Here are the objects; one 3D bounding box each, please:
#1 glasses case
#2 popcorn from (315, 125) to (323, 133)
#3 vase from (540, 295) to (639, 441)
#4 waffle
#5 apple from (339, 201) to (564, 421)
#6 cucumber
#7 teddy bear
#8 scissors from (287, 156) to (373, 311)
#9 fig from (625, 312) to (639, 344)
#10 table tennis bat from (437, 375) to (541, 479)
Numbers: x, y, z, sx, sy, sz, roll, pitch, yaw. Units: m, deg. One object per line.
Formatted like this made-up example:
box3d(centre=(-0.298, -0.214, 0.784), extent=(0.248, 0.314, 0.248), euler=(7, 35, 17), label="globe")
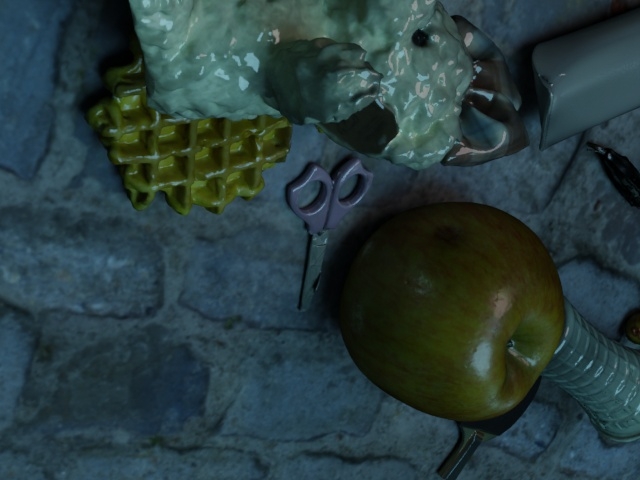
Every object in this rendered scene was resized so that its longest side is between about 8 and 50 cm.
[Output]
box3d(centre=(0.365, -0.212, 1.767), extent=(0.308, 0.083, 0.128), euler=(-22, 140, -24), label="glasses case")
box3d(centre=(0.030, -0.147, 1.573), extent=(0.084, 0.084, 0.084), euler=(-22, 134, -24), label="popcorn")
box3d(centre=(0.363, 0.169, 2.035), extent=(0.143, 0.143, 0.299), euler=(-51, 136, 7), label="vase")
box3d(centre=(-0.130, -0.116, 1.463), extent=(0.219, 0.057, 0.229), euler=(-15, 132, -29), label="waffle")
box3d(centre=(0.161, 0.087, 1.722), extent=(0.264, 0.264, 0.264), euler=(-22, 134, -24), label="apple")
box3d(centre=(0.396, -0.089, 1.926), extent=(0.163, 0.043, 0.039), euler=(42, 55, -50), label="cucumber")
box3d(centre=(0.014, -0.228, 1.281), extent=(0.362, 0.327, 0.375), euler=(-5, 134, -3), label="teddy bear")
box3d(centre=(0.000, 0.000, 1.688), extent=(0.110, 0.021, 0.212), euler=(-10, 128, -30), label="scissors")
box3d(centre=(0.480, 0.123, 2.162), extent=(0.083, 0.050, 0.050), euler=(-26, 139, -48), label="fig")
box3d(centre=(0.235, 0.250, 2.081), extent=(0.130, 0.019, 0.220), euler=(21, 107, -45), label="table tennis bat")
